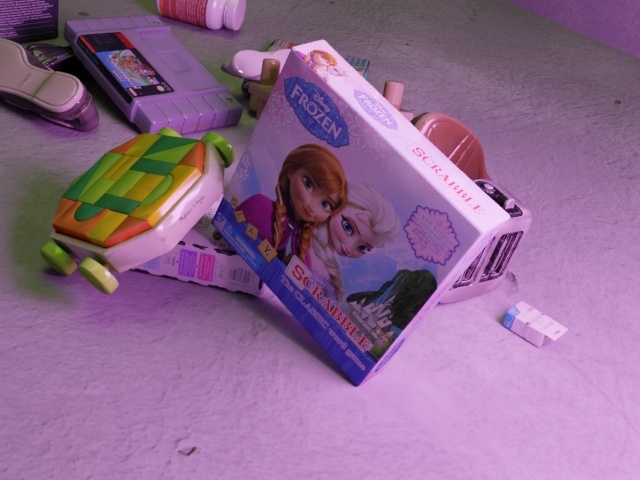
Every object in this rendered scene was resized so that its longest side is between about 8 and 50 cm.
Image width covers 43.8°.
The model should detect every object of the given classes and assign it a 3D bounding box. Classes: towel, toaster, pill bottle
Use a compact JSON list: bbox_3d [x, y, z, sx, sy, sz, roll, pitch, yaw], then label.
[{"bbox_3d":[-0.024,-0.396,1.909,0.271,0.040,0.370,14,32,1],"label":"towel"},{"bbox_3d":[0.220,0.003,1.251,0.168,0.186,0.110,-7,38,-41],"label":"toaster"},{"bbox_3d":[-0.312,-0.624,2.092,0.216,0.121,0.121,18,32,8],"label":"pill bottle"}]

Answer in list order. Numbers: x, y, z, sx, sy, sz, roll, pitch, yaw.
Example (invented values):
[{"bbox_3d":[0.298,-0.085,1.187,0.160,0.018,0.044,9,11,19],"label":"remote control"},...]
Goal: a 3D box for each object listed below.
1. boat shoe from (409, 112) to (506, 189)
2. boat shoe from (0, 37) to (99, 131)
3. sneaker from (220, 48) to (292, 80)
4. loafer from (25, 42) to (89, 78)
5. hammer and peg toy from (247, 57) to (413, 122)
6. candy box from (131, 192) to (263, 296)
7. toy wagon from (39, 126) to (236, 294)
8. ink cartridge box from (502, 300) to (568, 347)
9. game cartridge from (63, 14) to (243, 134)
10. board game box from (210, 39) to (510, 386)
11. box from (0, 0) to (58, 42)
[{"bbox_3d":[0.214,-0.112,1.355,0.123,0.123,0.342,30,-3,41],"label":"boat shoe"},{"bbox_3d":[-0.556,-0.294,1.541,0.335,0.095,0.112,28,71,30],"label":"boat shoe"},{"bbox_3d":[-0.117,-0.380,1.752,0.212,0.080,0.094,1,2,-34],"label":"sneaker"},{"bbox_3d":[-0.516,-0.375,1.687,0.223,0.076,0.078,-16,62,-44],"label":"loafer"},{"bbox_3d":[0.000,-0.285,1.583,0.265,0.128,0.361,2,17,-23],"label":"hammer and peg toy"},{"bbox_3d":[-0.169,-0.006,1.217,0.196,0.070,0.165,12,33,-1],"label":"candy box"},{"bbox_3d":[-0.286,-0.061,1.146,0.344,0.068,0.267,14,56,45],"label":"toy wagon"},{"bbox_3d":[0.325,0.131,1.208,0.083,0.028,0.048,33,38,30],"label":"ink cartridge box"},{"bbox_3d":[-0.348,-0.348,1.638,0.230,0.068,0.355,-15,53,-44],"label":"game cartridge"},{"bbox_3d":[0.026,-0.026,1.007,0.319,0.318,0.066,46,43,17],"label":"board game box"},{"bbox_3d":[-0.764,-0.654,1.805,0.343,0.313,0.179,31,36,27],"label":"box"}]
